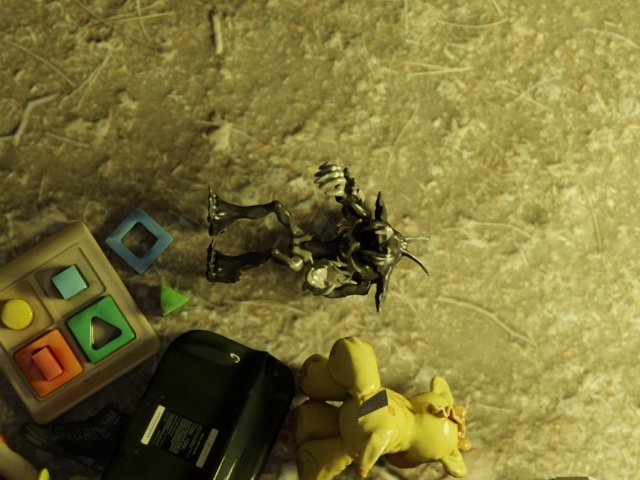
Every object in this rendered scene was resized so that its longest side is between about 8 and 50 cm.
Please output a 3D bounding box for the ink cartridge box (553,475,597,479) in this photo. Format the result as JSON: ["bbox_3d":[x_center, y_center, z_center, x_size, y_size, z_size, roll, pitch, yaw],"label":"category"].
[{"bbox_3d":[0.285,0.425,1.851,0.121,0.211,0.289,26,81,1],"label":"ink cartridge box"}]

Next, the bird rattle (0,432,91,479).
[{"bbox_3d":[-0.390,0.349,1.885,0.253,0.143,0.207,-40,75,6],"label":"bird rattle"}]

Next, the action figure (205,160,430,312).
[{"bbox_3d":[0.000,0.000,1.919,0.275,0.141,0.164,1,72,-2],"label":"action figure"}]

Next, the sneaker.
[{"bbox_3d":[-0.270,0.228,1.913,0.170,0.051,0.089,25,90,-13],"label":"sneaker"}]

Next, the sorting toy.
[{"bbox_3d":[-0.320,0.100,1.932,0.347,0.047,0.196,-33,86,-6],"label":"sorting toy"}]

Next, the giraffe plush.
[{"bbox_3d":[0.087,0.216,1.898,0.170,0.210,0.181,14,78,-31],"label":"giraffe plush"}]

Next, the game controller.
[{"bbox_3d":[-0.148,0.245,1.860,0.166,0.067,0.319,18,52,9],"label":"game controller"}]
